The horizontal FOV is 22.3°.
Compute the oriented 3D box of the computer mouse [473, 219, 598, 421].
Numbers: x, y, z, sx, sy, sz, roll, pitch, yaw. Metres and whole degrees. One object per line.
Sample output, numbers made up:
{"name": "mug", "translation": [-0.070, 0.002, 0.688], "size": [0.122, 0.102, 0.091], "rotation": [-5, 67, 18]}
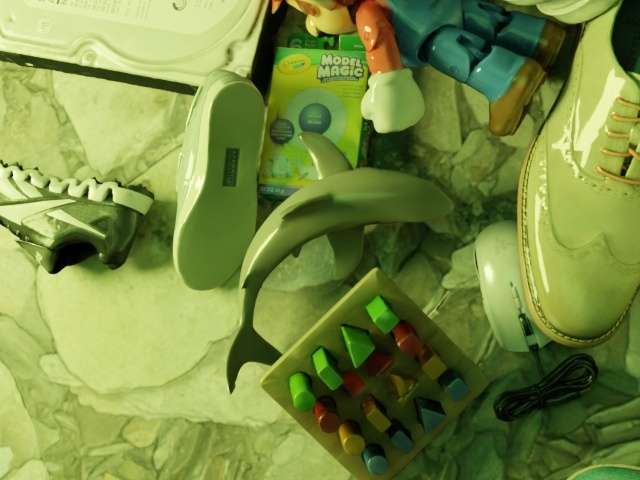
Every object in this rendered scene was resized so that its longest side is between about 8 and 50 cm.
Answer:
{"name": "computer mouse", "translation": [0.192, 0.070, 1.566], "size": [0.106, 0.042, 0.193], "rotation": [-20, 75, 12]}

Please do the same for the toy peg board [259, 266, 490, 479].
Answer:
{"name": "toy peg board", "translation": [0.055, 0.141, 1.536], "size": [0.161, 0.079, 0.160], "rotation": [-44, 100, 4]}

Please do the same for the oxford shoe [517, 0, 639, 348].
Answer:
{"name": "oxford shoe", "translation": [0.272, -0.098, 1.509], "size": [0.140, 0.146, 0.397], "rotation": [11, 83, -2]}

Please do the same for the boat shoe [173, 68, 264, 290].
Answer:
{"name": "boat shoe", "translation": [-0.106, -0.064, 1.649], "size": [0.079, 0.081, 0.227], "rotation": [5, 110, -21]}

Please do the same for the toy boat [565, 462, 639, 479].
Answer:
{"name": "toy boat", "translation": [0.193, 0.309, 1.449], "size": [0.318, 0.148, 0.267], "rotation": [11, 68, 22]}

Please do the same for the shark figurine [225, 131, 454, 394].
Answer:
{"name": "shark figurine", "translation": [-0.028, 0.004, 1.576], "size": [0.278, 0.116, 0.166], "rotation": [-45, 80, 12]}

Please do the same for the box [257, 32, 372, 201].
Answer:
{"name": "box", "translation": [0.000, -0.127, 1.658], "size": [0.105, 0.043, 0.179], "rotation": [4, 79, 15]}

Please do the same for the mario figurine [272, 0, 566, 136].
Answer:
{"name": "mario figurine", "translation": [0.070, -0.213, 1.606], "size": [0.320, 0.198, 0.170], "rotation": [29, 106, 7]}

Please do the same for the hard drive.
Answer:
{"name": "hard drive", "translation": [-0.197, -0.286, 1.733], "size": [0.339, 0.064, 0.237], "rotation": [12, 83, 18]}

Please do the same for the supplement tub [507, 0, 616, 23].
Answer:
{"name": "supplement tub", "translation": [0.163, -0.334, 1.483], "size": [0.272, 0.191, 0.191], "rotation": [28, 87, -23]}

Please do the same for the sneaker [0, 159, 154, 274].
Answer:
{"name": "sneaker", "translation": [-0.294, -0.021, 1.700], "size": [0.234, 0.078, 0.106], "rotation": [9, 79, 15]}
